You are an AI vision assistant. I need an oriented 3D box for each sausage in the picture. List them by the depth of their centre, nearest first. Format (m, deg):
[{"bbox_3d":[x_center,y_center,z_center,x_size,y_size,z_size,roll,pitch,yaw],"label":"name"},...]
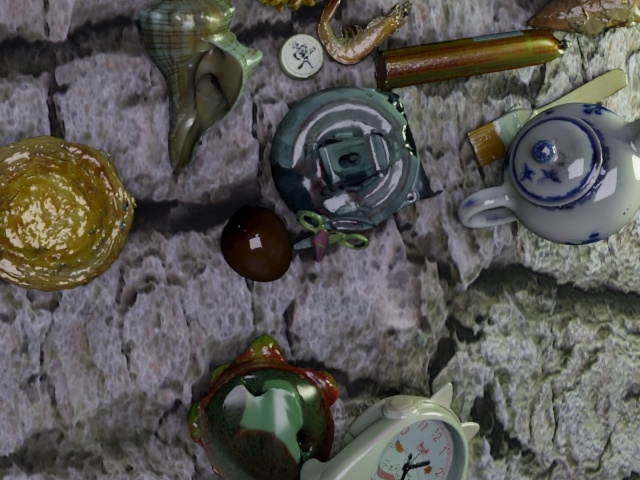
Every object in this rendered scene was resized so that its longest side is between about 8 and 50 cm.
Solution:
[{"bbox_3d":[0.282,-0.337,1.798,0.371,0.082,0.082,-10,96,-10],"label":"sausage"}]

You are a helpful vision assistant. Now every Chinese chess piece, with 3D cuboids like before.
[{"bbox_3d":[-0.034,-0.327,1.765,0.084,0.034,0.084,-1,93,-9],"label":"Chinese chess piece"}]

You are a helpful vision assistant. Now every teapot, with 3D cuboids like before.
[{"bbox_3d":[0.430,-0.122,1.727,0.424,0.280,0.252,-26,67,26],"label":"teapot"}]

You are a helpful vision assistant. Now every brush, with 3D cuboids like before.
[{"bbox_3d":[0.431,-0.239,1.857,0.336,0.020,0.085,-25,97,-8],"label":"brush"}]

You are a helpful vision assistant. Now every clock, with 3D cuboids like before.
[{"bbox_3d":[0.143,0.403,1.775,0.324,0.108,0.265,-42,121,-15],"label":"clock"}]

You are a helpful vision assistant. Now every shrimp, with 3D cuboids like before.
[{"bbox_3d":[0.072,-0.399,1.781,0.178,0.034,0.124,-42,93,0],"label":"shrimp"}]

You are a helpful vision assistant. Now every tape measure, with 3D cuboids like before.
[{"bbox_3d":[0.050,-0.145,1.737,0.275,0.147,0.256,-21,97,-9],"label":"tape measure"}]

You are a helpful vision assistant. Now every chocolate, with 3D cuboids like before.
[{"bbox_3d":[-0.107,0.012,1.752,0.133,0.127,0.124,35,125,-17],"label":"chocolate"}]

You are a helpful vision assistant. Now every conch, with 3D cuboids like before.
[{"bbox_3d":[-0.202,-0.315,1.688,0.203,0.169,0.386,11,128,12],"label":"conch"}]

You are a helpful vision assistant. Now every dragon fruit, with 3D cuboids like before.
[{"bbox_3d":[-0.097,0.320,1.761,0.268,0.130,0.295,-7,96,-4],"label":"dragon fruit"}]

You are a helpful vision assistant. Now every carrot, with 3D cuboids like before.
[{"bbox_3d":[0.507,-0.430,1.829,0.263,0.102,0.102,-12,96,-2],"label":"carrot"}]

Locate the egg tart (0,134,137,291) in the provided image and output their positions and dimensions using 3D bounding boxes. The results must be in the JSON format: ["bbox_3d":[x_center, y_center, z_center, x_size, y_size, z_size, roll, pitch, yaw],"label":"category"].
[{"bbox_3d":[-0.456,-0.052,1.683,0.291,0.107,0.290,-1,99,-7],"label":"egg tart"}]

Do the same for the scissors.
[{"bbox_3d":[0.000,0.000,1.723,0.133,0.187,0.020,26,68,-9],"label":"scissors"}]

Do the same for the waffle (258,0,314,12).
[{"bbox_3d":[-0.051,-0.497,1.709,0.197,0.070,0.193,-28,116,-11],"label":"waffle"}]
